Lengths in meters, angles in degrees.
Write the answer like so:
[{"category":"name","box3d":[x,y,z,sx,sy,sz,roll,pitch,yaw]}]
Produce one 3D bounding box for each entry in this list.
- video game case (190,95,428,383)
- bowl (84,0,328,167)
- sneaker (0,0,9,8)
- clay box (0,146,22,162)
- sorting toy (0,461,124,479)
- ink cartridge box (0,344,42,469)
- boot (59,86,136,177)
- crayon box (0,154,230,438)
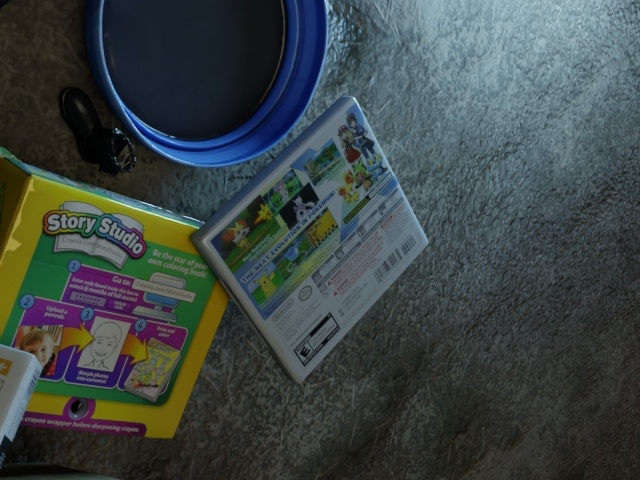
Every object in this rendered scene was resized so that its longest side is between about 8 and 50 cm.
[{"category":"video game case","box3d":[0.000,0.000,1.339,0.329,0.036,0.300,-45,124,-22]},{"category":"bowl","box3d":[-0.159,-0.302,1.295,0.391,0.077,0.390,-14,112,-38]},{"category":"sneaker","box3d":[-0.402,-0.295,1.050,0.216,0.121,0.079,-54,130,-15]},{"category":"clay box","box3d":[-0.399,-0.015,1.190,0.127,0.053,0.222,-51,131,-16]},{"category":"sorting toy","box3d":[-0.415,0.348,1.144,0.256,0.257,0.089,9,79,-43]},{"category":"ink cartridge box","box3d":[-0.517,0.163,0.983,0.069,0.371,0.175,110,-3,-65]},{"category":"boot","box3d":[-0.299,-0.146,1.205,0.045,0.099,0.121,-31,123,-32]},{"category":"crayon box","box3d":[-0.307,0.092,1.205,0.363,0.106,0.313,20,92,-46]}]
